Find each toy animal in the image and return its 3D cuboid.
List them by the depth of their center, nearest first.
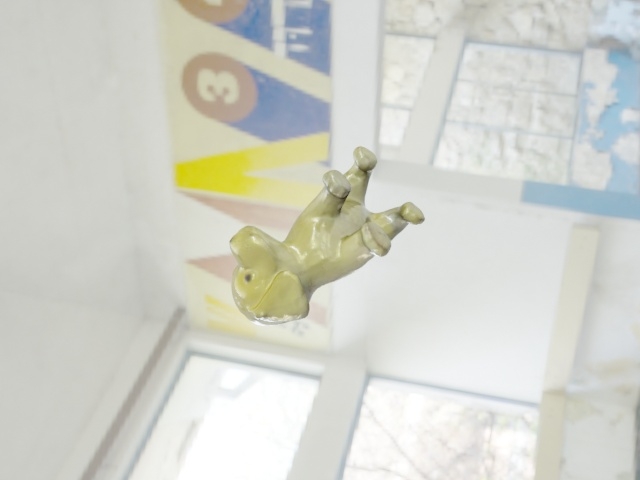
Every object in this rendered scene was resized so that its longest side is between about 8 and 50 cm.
[{"bbox_3d":[0.003,-0.004,1.105,0.168,0.121,0.233,-44,-5,40],"label":"toy animal"}]
